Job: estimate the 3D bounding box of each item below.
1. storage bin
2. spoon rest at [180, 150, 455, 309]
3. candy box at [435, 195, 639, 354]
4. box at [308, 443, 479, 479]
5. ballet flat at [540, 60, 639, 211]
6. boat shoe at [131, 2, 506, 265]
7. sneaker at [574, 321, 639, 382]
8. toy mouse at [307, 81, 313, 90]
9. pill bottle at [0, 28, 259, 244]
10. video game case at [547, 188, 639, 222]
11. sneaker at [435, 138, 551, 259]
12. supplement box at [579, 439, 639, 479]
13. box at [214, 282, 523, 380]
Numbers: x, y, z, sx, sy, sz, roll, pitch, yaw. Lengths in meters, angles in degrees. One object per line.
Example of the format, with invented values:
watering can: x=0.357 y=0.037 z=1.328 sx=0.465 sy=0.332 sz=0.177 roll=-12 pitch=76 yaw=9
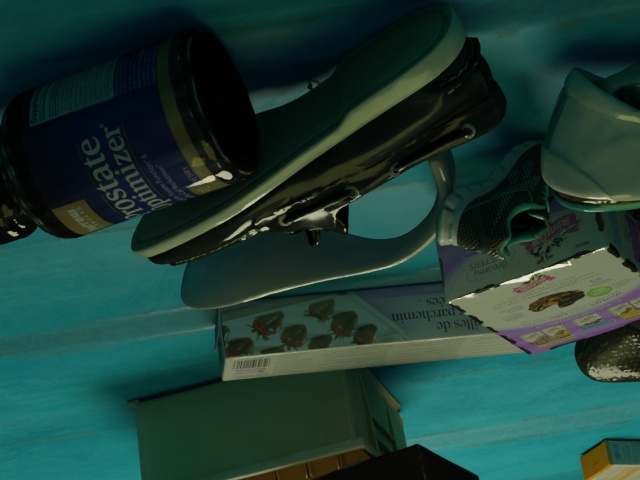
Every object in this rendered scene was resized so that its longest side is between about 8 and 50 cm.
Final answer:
storage bin: x=-0.048 y=0.243 z=2.233 sx=0.262 sy=0.123 sz=0.260 roll=-16 pitch=154 yaw=12
spoon rest: x=0.000 y=0.000 z=1.757 sx=0.276 sy=0.137 sz=0.084 roll=-22 pitch=109 yaw=19
candy box: x=0.225 y=0.031 z=1.862 sx=0.165 sy=0.070 sz=0.196 roll=-20 pitch=153 yaw=23
box: x=0.084 y=0.351 z=2.127 sx=0.168 sy=0.203 sz=0.167 roll=-20 pitch=153 yaw=22
ballet flat: x=0.379 y=-0.104 z=1.655 sx=0.400 sy=0.139 sz=0.139 roll=-4 pitch=154 yaw=-11
boat shoe: x=0.001 y=-0.055 z=1.581 sx=0.340 sy=0.127 sz=0.113 roll=-35 pitch=118 yaw=21
sneaker: x=0.405 y=0.124 z=2.068 sx=0.281 sy=0.162 sz=0.106 roll=-19 pitch=130 yaw=16
toy mouse: x=0.022 y=-0.091 z=1.662 sx=0.161 sy=0.031 sz=0.143 roll=-17 pitch=154 yaw=17
pill bottle: x=-0.168 y=-0.073 z=1.530 sx=0.219 sy=0.122 sz=0.123 roll=-19 pitch=153 yaw=18
video game case: x=0.338 y=-0.017 z=1.924 sx=0.329 sy=0.036 sz=0.300 roll=-22 pitch=152 yaw=27
sneaker: x=0.174 y=-0.030 z=1.721 sx=0.166 sy=0.076 sz=0.065 roll=-37 pitch=140 yaw=-37
supplement box: x=0.395 y=0.287 z=2.578 sx=0.098 sy=0.036 sz=0.062 roll=5 pitch=151 yaw=-27
box: x=0.055 y=0.089 z=2.015 sx=0.324 sy=0.063 sz=0.067 roll=-5 pitch=156 yaw=-8
